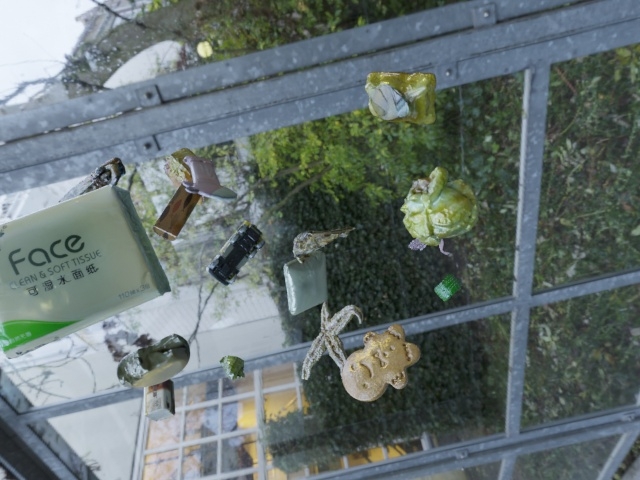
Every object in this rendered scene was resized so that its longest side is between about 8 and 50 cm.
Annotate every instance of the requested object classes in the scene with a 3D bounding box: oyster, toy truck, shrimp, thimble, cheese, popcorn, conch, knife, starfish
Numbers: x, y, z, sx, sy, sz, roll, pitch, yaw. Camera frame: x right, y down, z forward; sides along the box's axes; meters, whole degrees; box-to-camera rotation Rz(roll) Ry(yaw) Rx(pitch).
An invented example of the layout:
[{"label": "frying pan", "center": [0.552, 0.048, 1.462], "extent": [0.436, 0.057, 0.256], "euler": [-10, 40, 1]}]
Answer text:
[{"label": "oyster", "center": [0.001, -0.004, 1.483], "extent": [0.166, 0.294, 0.094], "euler": [4, -116, -62]}, {"label": "toy truck", "center": [-0.276, 0.039, 1.350], "extent": [0.098, 0.227, 0.114], "euler": [43, 162, -19]}, {"label": "shrimp", "center": [-0.951, -0.198, 1.712], "extent": [0.110, 0.445, 0.221], "euler": [58, -150, -10]}, {"label": "thimble", "center": [0.655, 0.239, 2.100], "extent": [0.090, 0.130, 0.118], "euler": [46, 158, 18]}, {"label": "cheese", "center": [-0.471, 0.350, 1.202], "extent": [0.091, 0.202, 0.175], "euler": [60, -173, 27]}, {"label": "popcorn", "center": [0.289, -0.090, 0.995], "extent": [0.213, 0.197, 0.198], "euler": [54, -165, -33]}, {"label": "conch", "center": [-0.343, 0.501, 1.625], "extent": [0.121, 0.089, 0.074], "euler": [39, 157, 3]}, {"label": "knife", "center": [-0.322, -0.177, 1.142], "extent": [0.399, 0.132, 0.038], "euler": [51, 126, 59]}, {"label": "starfish", "center": [0.060, 0.511, 2.008], "extent": [0.082, 0.323, 0.433], "euler": [24, -100, -41]}]

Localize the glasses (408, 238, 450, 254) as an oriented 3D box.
[{"label": "glasses", "center": [0.434, -0.001, 1.616], "extent": [0.255, 0.161, 0.096], "euler": [72, -174, -64]}]

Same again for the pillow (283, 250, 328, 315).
[{"label": "pillow", "center": [-0.075, 0.229, 2.196], "extent": [0.119, 0.255, 0.323], "euler": [31, 135, 49]}]

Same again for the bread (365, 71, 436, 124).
[{"label": "bread", "center": [0.239, -0.435, 1.266], "extent": [0.232, 0.088, 0.161], "euler": [20, 133, 35]}]

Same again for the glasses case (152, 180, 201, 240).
[{"label": "glasses case", "center": [-0.380, -0.080, 1.102], "extent": [0.041, 0.064, 0.170], "euler": [-46, 21, 52]}]

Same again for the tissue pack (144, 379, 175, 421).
[{"label": "tissue pack", "center": [-0.668, 0.654, 1.706], "extent": [0.106, 0.099, 0.149], "euler": [76, 176, -52]}]

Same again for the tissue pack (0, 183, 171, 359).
[{"label": "tissue pack", "center": [-0.665, 0.075, 1.098], "extent": [0.332, 0.404, 0.205], "euler": [68, 168, -6]}]

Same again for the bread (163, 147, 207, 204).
[{"label": "bread", "center": [-0.568, -0.276, 1.795], "extent": [0.250, 0.133, 0.179], "euler": [50, 149, -5]}]

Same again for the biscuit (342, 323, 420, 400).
[{"label": "biscuit", "center": [0.243, 0.517, 1.728], "extent": [0.052, 0.354, 0.275], "euler": [46, -171, -51]}]
